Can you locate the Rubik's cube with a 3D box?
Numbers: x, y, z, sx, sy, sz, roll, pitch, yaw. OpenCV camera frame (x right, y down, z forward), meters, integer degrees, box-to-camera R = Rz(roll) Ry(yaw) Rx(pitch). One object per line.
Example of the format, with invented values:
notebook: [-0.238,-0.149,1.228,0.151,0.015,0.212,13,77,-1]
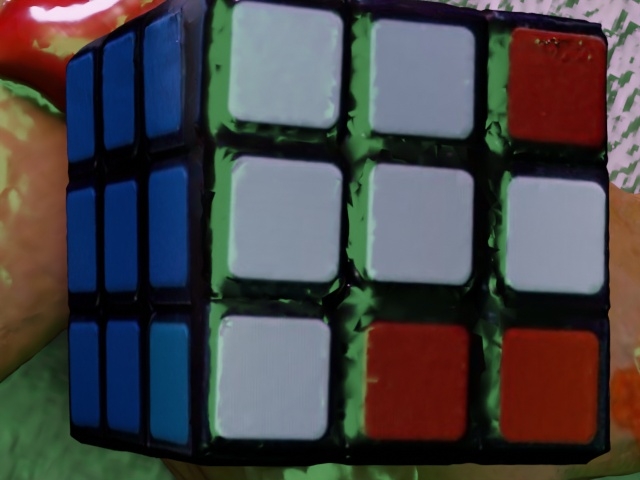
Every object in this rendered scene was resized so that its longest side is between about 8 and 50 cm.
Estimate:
Rubik's cube: [0.000,0.000,0.687,0.163,0.160,0.162,4,86,-23]

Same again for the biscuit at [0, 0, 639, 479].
biscuit: [-0.005,0.010,0.808,0.368,0.076,0.394,-44,101,-20]
